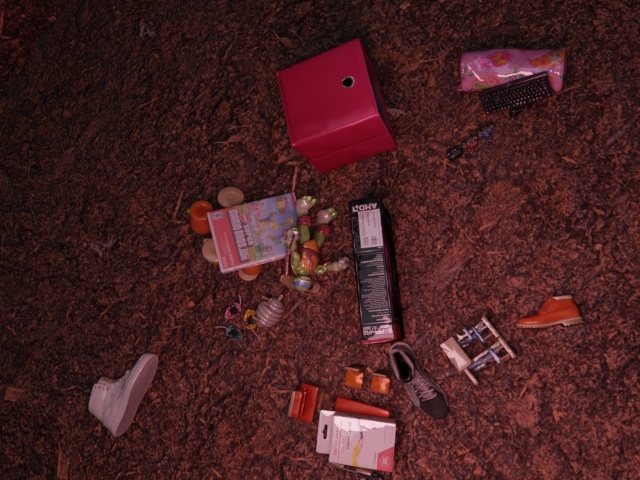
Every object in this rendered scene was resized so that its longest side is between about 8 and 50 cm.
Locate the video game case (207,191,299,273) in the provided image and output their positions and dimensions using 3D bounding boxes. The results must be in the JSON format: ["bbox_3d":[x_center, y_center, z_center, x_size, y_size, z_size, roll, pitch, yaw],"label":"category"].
[{"bbox_3d":[-0.192,-0.027,1.458,0.285,0.025,0.204,-14,72,-10],"label":"video game case"}]

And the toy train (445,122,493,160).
[{"bbox_3d":[0.435,-0.284,1.347,0.158,0.027,0.036,-36,73,10],"label":"toy train"}]

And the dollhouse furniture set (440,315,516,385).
[{"bbox_3d":[0.397,0.277,1.159,0.129,0.184,0.129,-39,69,8],"label":"dollhouse furniture set"}]

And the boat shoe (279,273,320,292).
[{"bbox_3d":[-0.068,0.128,1.433,0.135,0.045,0.050,10,82,21],"label":"boat shoe"}]

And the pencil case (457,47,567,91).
[{"bbox_3d":[0.532,-0.476,1.308,0.284,0.124,0.124,7,81,22],"label":"pencil case"}]

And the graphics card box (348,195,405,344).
[{"bbox_3d":[0.155,0.089,1.260,0.094,0.233,0.370,-9,75,15],"label":"graphics card box"}]

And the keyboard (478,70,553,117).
[{"bbox_3d":[0.542,-0.390,1.288,0.180,0.108,0.023,-8,45,38],"label":"keyboard"}]

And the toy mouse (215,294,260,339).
[{"bbox_3d":[-0.267,0.260,1.485,0.143,0.031,0.161,-22,72,14],"label":"toy mouse"}]

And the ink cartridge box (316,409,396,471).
[{"bbox_3d":[0.087,0.502,1.177,0.198,0.067,0.115,4,81,9],"label":"ink cartridge box"}]

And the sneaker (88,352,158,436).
[{"bbox_3d":[-0.667,0.476,1.543,0.169,0.108,0.292,27,90,19],"label":"sneaker"}]

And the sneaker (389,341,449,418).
[{"bbox_3d":[0.247,0.376,1.214,0.086,0.132,0.228,-39,75,9],"label":"sneaker"}]

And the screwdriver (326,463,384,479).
[{"bbox_3d":[0.094,0.636,1.287,0.170,0.024,0.025,7,52,28],"label":"screwdriver"}]

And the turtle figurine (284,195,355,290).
[{"bbox_3d":[0.000,0.000,1.327,0.198,0.274,0.266,7,61,-5],"label":"turtle figurine"}]

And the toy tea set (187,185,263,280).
[{"bbox_3d":[-0.308,-0.008,1.533,0.200,0.124,0.336,-17,67,-15],"label":"toy tea set"}]

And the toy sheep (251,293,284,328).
[{"bbox_3d":[-0.155,0.215,1.424,0.091,0.091,0.132,45,108,22],"label":"toy sheep"}]

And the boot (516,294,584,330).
[{"bbox_3d":[0.574,0.185,1.187,0.158,0.059,0.084,-12,72,9],"label":"boot"}]

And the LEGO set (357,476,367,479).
[{"bbox_3d":[0.104,0.690,1.266,0.054,0.023,0.083,-7,77,19],"label":"LEGO set"}]

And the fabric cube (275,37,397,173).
[{"bbox_3d":[0.052,-0.386,1.382,0.258,0.259,0.254,-16,75,17],"label":"fabric cube"}]

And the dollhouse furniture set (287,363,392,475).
[{"bbox_3d":[0.058,0.471,1.267,0.259,0.135,0.262,7,82,21],"label":"dollhouse furniture set"}]
